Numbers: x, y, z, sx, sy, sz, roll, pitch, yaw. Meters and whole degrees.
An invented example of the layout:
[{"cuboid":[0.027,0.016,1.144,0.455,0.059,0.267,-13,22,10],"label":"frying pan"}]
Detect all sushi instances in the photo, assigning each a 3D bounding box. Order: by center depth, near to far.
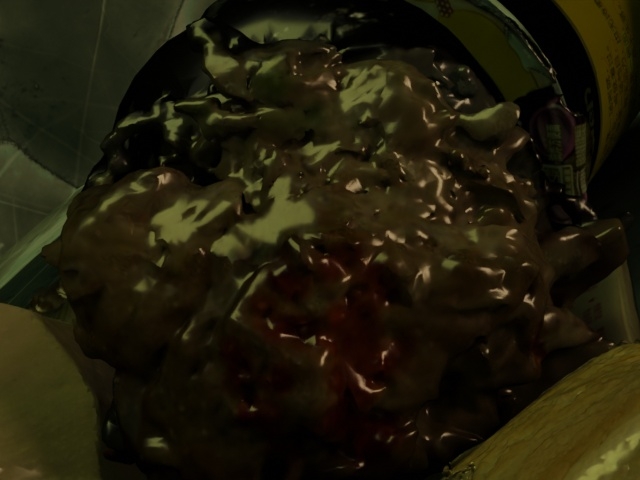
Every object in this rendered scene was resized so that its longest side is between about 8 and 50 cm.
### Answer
[{"cuboid":[0.000,0.002,0.567,0.238,0.225,0.218,-32,13,15],"label":"sushi"}]

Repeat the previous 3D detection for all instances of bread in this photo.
[{"cuboid":[0.110,0.089,0.449,0.106,0.082,0.125,-30,4,-10],"label":"bread"}]

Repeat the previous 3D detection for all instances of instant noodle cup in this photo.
[{"cuboid":[0.101,-0.096,0.777,0.215,0.215,0.236,-24,9,43],"label":"instant noodle cup"}]

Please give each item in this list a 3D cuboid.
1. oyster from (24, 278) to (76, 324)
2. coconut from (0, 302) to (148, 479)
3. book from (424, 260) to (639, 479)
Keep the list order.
[{"cuboid":[-0.102,0.046,0.958,0.337,0.133,0.198,-20,16,38],"label":"oyster"},{"cuboid":[-0.190,0.148,0.601,0.259,0.259,0.259,-35,16,11],"label":"coconut"},{"cuboid":[0.058,0.094,0.651,0.232,0.022,0.162,-33,16,20],"label":"book"}]
